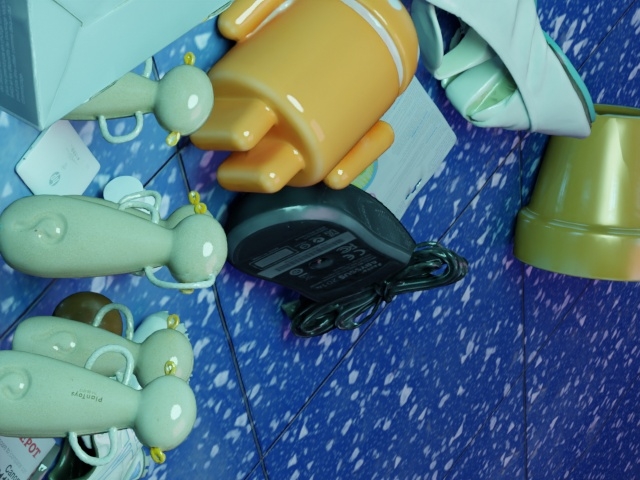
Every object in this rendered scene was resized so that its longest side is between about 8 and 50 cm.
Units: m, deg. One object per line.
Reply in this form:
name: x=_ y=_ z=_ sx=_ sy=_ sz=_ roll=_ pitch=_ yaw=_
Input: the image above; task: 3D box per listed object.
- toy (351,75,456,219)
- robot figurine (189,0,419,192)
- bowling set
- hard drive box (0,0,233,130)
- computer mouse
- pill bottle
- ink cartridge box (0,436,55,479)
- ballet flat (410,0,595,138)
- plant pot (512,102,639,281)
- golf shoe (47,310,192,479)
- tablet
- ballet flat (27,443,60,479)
toy: x=0.035 y=-0.102 z=1.532 sx=0.137 sy=0.056 sz=0.237 roll=-54 pitch=149 yaw=-8
robot figurine: x=-0.007 y=-0.131 z=1.339 sx=0.219 sy=0.158 sz=0.128 roll=-48 pitch=173 yaw=-28
bowling set: x=-0.128 y=0.025 z=1.162 sx=0.200 sy=0.154 sz=0.287 roll=68 pitch=29 yaw=-71
hard drive box: x=-0.169 y=-0.176 z=0.864 sx=0.181 sy=0.232 sz=0.089 roll=-40 pitch=148 yaw=-38
computer mouse: x=0.000 y=0.000 z=1.508 sx=0.188 sy=0.072 sz=0.272 roll=-22 pitch=153 yaw=20
pill bottle: x=-0.144 y=-0.012 z=1.295 sx=0.043 sy=0.043 sz=0.083 roll=-49 pitch=152 yaw=-26
ink cartridge box: x=-0.282 y=0.167 z=1.177 sx=0.175 sy=0.072 sz=0.127 roll=-52 pitch=152 yaw=-19
ballet flat: x=0.162 y=-0.190 z=1.631 sx=0.139 sy=0.139 sz=0.400 roll=-57 pitch=150 yaw=-11
plant pot: x=0.341 y=-0.064 z=2.012 sx=0.205 sy=0.205 sz=0.188 roll=-14 pitch=111 yaw=-58
golf shoe: x=-0.166 y=0.141 z=1.384 sx=0.086 sy=0.069 sz=0.176 roll=9 pitch=106 yaw=-58
tablet: x=-0.189 y=-0.052 z=1.214 sx=0.054 sy=0.006 sz=0.083 roll=-55 pitch=153 yaw=-15
ballet flat: x=-0.291 y=0.238 z=1.264 sx=0.250 sy=0.058 sz=0.084 roll=-53 pitch=-171 yaw=-6
